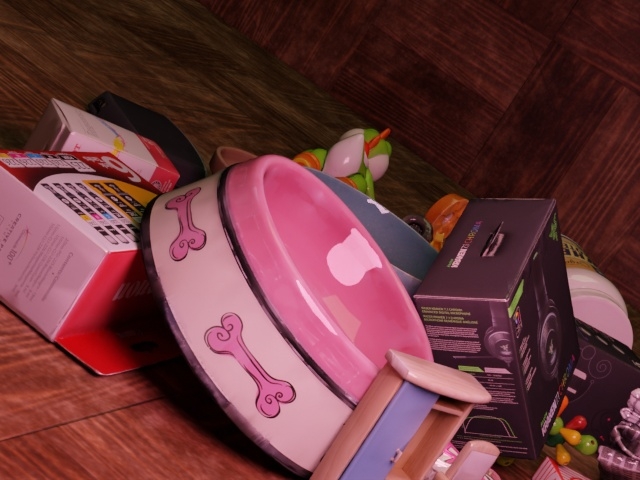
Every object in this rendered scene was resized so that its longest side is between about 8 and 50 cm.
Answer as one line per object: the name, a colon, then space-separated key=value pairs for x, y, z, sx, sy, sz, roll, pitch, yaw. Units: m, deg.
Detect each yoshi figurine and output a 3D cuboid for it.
yoshi figurine: x=0.035 y=-0.124 z=2.747 sx=0.203 sy=0.204 sz=0.362 roll=-5 pitch=15 yaw=25

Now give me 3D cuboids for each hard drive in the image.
hard drive: x=-0.296 y=-0.174 z=2.322 sx=0.172 sy=0.054 sz=0.255 roll=23 pitch=17 yaw=-36

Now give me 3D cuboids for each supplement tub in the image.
supplement tub: x=0.444 y=0.132 z=2.523 sx=0.228 sy=0.228 sz=0.316 roll=28 pitch=14 yaw=-17

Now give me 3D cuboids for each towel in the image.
towel: x=0.534 y=0.367 z=2.009 sx=0.235 sy=0.121 sz=0.284 roll=40 pitch=-7 yaw=24

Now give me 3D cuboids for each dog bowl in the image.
dog bowl: x=-0.021 y=0.075 z=1.576 sx=0.408 sy=0.150 sz=0.408 roll=47 pitch=20 yaw=-22

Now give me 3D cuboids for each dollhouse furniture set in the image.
dollhouse furniture set: x=0.173 y=0.302 z=1.399 sx=0.286 sy=0.198 sz=0.303 roll=20 pitch=19 yaw=-40

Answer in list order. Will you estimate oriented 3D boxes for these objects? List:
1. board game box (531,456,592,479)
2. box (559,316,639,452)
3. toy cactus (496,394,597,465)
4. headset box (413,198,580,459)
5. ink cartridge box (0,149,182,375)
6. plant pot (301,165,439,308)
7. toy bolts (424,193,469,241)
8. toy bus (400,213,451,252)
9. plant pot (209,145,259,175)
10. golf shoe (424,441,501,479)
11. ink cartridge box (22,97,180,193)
board game box: x=0.406 y=0.397 z=1.896 sx=0.193 sy=0.045 sz=0.147 roll=29 pitch=13 yaw=-15
box: x=0.402 y=0.219 z=2.258 sx=0.270 sy=0.165 sz=0.143 roll=27 pitch=14 yaw=-20
toy cactus: x=0.285 y=0.262 z=1.933 sx=0.219 sy=0.112 sz=0.180 roll=0 pitch=7 yaw=-1
headset box: x=0.244 y=0.106 z=1.801 sx=0.131 sy=0.283 sz=0.246 roll=1 pitch=33 yaw=27
ink cartridge box: x=-0.257 y=0.017 z=1.589 sx=0.272 sy=0.130 sz=0.309 roll=37 pitch=14 yaw=14
plant pot: x=0.025 y=0.055 z=1.920 sx=0.290 sy=0.195 sz=0.290 roll=33 pitch=14 yaw=-10
toy bolts: x=0.213 y=0.049 z=2.415 sx=0.228 sy=0.218 sz=0.158 roll=-13 pitch=50 yaw=-46
toy bus: x=0.182 y=0.087 z=2.234 sx=0.220 sy=0.211 sz=0.149 roll=15 pitch=-28 yaw=9
plant pot: x=-0.096 y=-0.050 z=2.216 sx=0.237 sy=0.110 sz=0.237 roll=31 pitch=13 yaw=-8
golf shoe: x=0.157 y=0.292 z=1.669 sx=0.186 sy=0.067 sz=0.086 roll=30 pitch=15 yaw=-10
ink cartridge box: x=-0.313 y=-0.092 z=1.845 sx=0.176 sy=0.128 sz=0.127 roll=23 pitch=16 yaw=-35
